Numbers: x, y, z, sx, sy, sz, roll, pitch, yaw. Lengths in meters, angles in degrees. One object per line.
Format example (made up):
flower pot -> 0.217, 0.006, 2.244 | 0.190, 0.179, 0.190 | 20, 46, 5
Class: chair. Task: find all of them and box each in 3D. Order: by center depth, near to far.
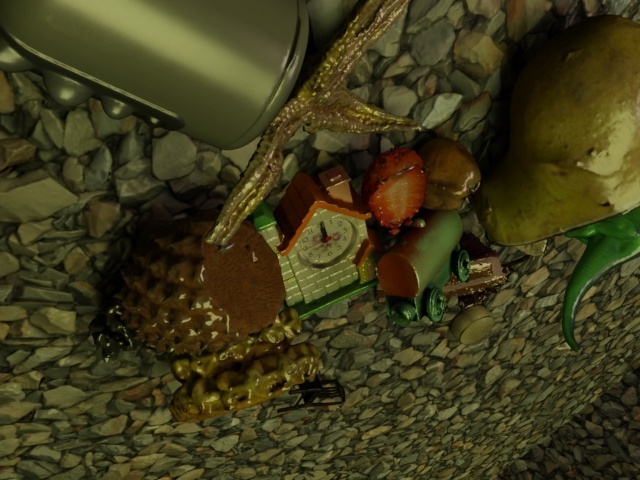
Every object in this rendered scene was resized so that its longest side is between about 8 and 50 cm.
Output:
chair -> -0.010, 0.367, 1.293 | 0.212, 0.084, 0.102 | 3, 132, -30

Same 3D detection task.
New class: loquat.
loquat -> 0.222, -0.117, 0.922 | 0.137, 0.137, 0.113 | -35, 147, 6

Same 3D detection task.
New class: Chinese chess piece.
Chinese chess piece -> 0.425, 0.236, 1.427 | 0.122, 0.051, 0.122 | -16, 135, -17

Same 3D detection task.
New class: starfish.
starfish -> 0.036, -0.195, 0.674 | 0.384, 0.132, 0.398 | -52, 166, 29

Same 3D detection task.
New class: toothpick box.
toothpick box -> -0.192, -0.231, 0.527 | 0.316, 0.229, 0.229 | 17, 120, -38

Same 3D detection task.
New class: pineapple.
pineapple -> -0.247, 0.097, 0.816 | 0.357, 0.223, 0.222 | -23, 143, 29

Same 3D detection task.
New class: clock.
clock -> 0.000, 0.000, 0.932 | 0.219, 0.106, 0.255 | -24, 137, -6

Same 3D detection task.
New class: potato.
potato -> 0.419, -0.206, 0.922 | 0.396, 0.290, 0.296 | -18, 119, 45

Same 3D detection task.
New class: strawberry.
strawberry -> 0.117, -0.085, 0.863 | 0.121, 0.082, 0.188 | -30, 153, -7

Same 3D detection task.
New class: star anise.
star anise -> 0.431, 0.095, 1.267 | 0.233, 0.073, 0.177 | -30, 166, -9

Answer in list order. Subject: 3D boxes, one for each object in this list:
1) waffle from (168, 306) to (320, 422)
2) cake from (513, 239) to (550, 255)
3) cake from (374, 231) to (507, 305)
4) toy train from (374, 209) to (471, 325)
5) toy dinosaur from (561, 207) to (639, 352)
waffle -> -0.157, 0.249, 0.979 | 0.260, 0.151, 0.324 | -13, 161, -30
cake -> 0.505, -0.056, 1.130 | 0.220, 0.117, 0.086 | -49, 170, 22
cake -> 0.264, 0.074, 1.176 | 0.295, 0.113, 0.116 | -18, 132, 4
toy train -> 0.203, 0.039, 0.987 | 0.285, 0.116, 0.177 | -39, 121, -46
toy dinosaur -> 0.732, 0.014, 1.129 | 0.374, 0.501, 0.144 | -13, 140, 37
